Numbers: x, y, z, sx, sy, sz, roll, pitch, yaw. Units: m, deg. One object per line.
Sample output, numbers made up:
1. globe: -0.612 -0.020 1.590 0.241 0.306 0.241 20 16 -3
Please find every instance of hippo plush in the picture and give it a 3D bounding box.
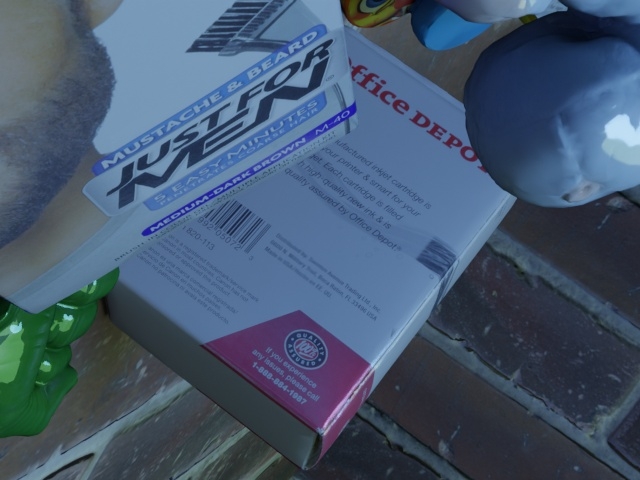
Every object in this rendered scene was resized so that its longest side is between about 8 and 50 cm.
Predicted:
1. hippo plush: 0.134 -0.156 0.639 0.294 0.234 0.236 -37 131 -7

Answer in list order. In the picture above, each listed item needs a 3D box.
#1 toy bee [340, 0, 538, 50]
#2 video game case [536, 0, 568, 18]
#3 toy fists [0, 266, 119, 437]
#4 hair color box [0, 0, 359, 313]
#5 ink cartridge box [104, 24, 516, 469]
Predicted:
1. toy bee: 0.065 -0.176 0.752 0.298 0.195 0.162 -51 164 -4
2. video game case: 0.232 -0.297 0.964 0.329 0.036 0.300 4 135 -31
3. toy fists: -0.206 0.094 0.645 0.279 0.096 0.142 -60 172 -12
4. hair color box: -0.095 -0.085 0.433 0.185 0.110 0.339 -30 165 -2
5. ink cartridge box: 0.000 0.000 0.956 0.283 0.207 0.117 -49 169 -23
